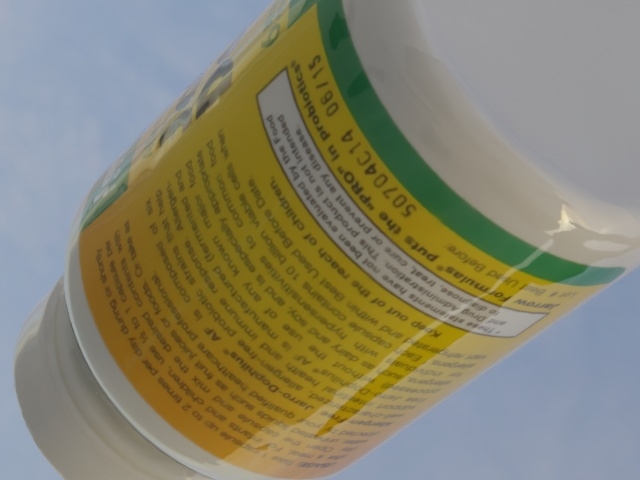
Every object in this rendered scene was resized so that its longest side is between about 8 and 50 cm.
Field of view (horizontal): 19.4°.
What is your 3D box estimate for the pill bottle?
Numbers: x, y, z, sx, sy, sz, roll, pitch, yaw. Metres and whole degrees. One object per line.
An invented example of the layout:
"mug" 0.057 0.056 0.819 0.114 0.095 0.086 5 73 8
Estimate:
"pill bottle" 0.000 0.000 0.533 0.208 0.118 0.117 -40 -115 40
